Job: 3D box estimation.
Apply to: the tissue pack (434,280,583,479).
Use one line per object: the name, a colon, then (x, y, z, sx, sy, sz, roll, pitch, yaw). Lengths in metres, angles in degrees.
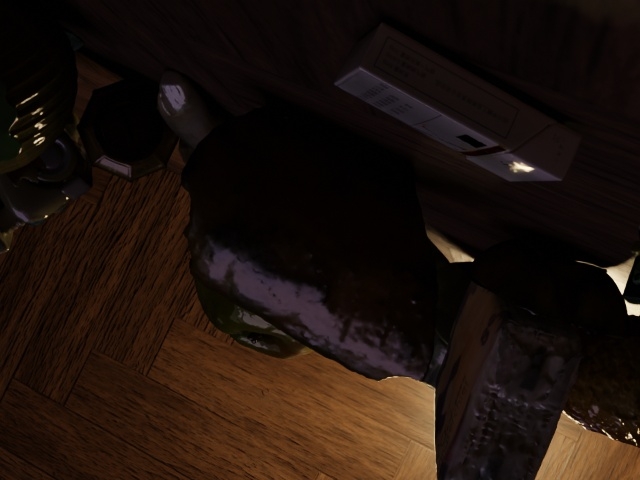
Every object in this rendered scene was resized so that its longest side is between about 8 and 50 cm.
tissue pack: (0.238, 0.178, 1.127, 0.125, 0.242, 0.344, 20, -167, 4)

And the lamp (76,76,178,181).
lamp: (-0.296, -0.170, 1.303, 0.161, 0.161, 0.185, 26, -179, -12)

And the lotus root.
lotus root: (0.282, 0.046, 1.007, 0.183, 0.078, 0.203, 12, -167, -34)

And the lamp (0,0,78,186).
lamp: (-0.412, -0.180, 1.021, 0.250, 0.250, 0.284, 24, 147, 32)

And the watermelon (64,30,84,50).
watermelon: (-0.414, -0.297, 1.134, 0.180, 0.081, 0.094, 33, -160, -20)

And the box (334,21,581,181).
box: (0.091, -0.090, 0.570, 0.154, 0.040, 0.084, 28, 176, -11)

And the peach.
peach: (-0.077, 0.036, 1.456, 0.314, 0.316, 0.281, 17, 172, 28)

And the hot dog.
hot dog: (0.397, 0.169, 1.061, 0.114, 0.175, 0.259, 21, 171, -13)

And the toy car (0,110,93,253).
toy car: (-0.516, -0.176, 1.260, 0.336, 0.226, 0.242, 53, -179, -25)

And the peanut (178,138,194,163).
peanut: (-0.150, -0.128, 1.360, 0.194, 0.093, 0.083, 26, -153, 22)

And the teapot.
teapot: (0.247, 0.100, 1.436, 0.239, 0.322, 0.239, -12, 162, 1)

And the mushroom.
mushroom: (-0.171, -0.169, 1.150, 0.084, 0.071, 0.209, 19, 172, 17)

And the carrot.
carrot: (0.000, 0.000, 0.997, 0.340, 0.242, 0.241, 29, 177, -3)

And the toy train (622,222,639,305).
toy train: (0.280, 0.026, 0.637, 0.122, 0.081, 0.050, 25, 175, -27)
